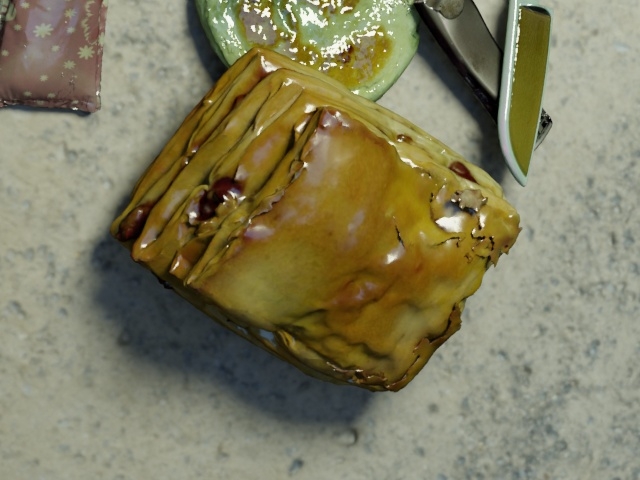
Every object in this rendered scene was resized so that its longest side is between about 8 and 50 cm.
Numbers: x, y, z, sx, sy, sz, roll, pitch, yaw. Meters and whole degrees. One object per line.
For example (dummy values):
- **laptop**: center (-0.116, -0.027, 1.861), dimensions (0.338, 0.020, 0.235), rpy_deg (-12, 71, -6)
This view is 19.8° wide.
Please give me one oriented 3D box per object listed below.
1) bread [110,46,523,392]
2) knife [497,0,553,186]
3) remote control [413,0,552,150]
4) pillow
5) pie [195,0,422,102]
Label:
- **bread**: center (0.000, 0.000, 1.724), dimensions (0.324, 0.167, 0.277), rpy_deg (34, 103, -20)
- **knife**: center (0.213, -0.225, 1.823), dimensions (0.061, 0.027, 0.343), rpy_deg (11, 83, -42)
- **remote control**: center (0.164, -0.174, 1.818), dimensions (0.059, 0.028, 0.212), rpy_deg (-50, 119, -22)
- **pillow**: center (-0.250, -0.212, 1.718), dimensions (0.118, 0.043, 0.185), rpy_deg (4, 96, -17)
- **pie**: center (-0.007, -0.237, 1.775), dimensions (0.241, 0.054, 0.240), rpy_deg (-2, 96, -16)
